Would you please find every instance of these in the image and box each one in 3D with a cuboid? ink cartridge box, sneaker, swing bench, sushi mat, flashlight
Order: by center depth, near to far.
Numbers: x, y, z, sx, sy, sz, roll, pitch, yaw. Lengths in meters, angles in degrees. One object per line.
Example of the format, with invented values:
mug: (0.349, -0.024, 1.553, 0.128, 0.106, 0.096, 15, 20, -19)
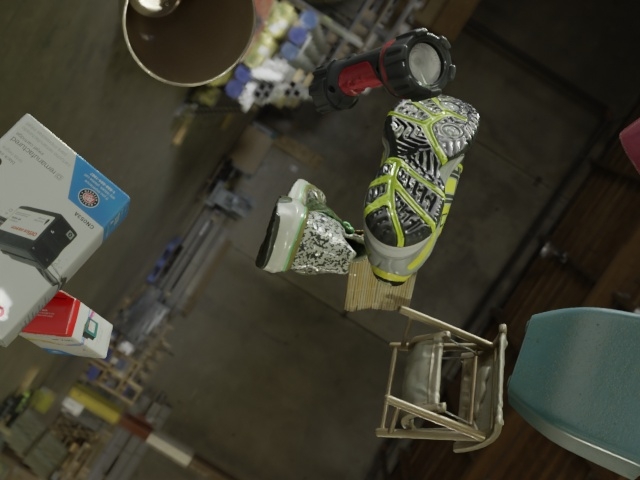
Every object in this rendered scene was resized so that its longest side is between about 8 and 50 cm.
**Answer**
sneaker: (0.144, -0.094, 1.367, 0.147, 0.145, 0.384, 99, 16, -47)
flashlight: (0.081, -0.250, 1.368, 0.103, 0.103, 0.304, -23, -170, -28)
ink cartridge box: (-0.497, -0.014, 1.430, 0.307, 0.223, 0.129, -51, -175, -20)
sneaker: (0.000, 0.000, 1.599, 0.410, 0.182, 0.158, -64, 176, -77)
ink cartridge box: (-0.531, 0.166, 1.765, 0.231, 0.134, 0.077, 62, 34, -64)
sushi mat: (0.134, 0.072, 1.894, 0.316, 0.152, 0.019, 94, -7, -56)
swing bench: (0.269, 0.307, 1.916, 0.165, 0.255, 0.253, 97, 6, -49)

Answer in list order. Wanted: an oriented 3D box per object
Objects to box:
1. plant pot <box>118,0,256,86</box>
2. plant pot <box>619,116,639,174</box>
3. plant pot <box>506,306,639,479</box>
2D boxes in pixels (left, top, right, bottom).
plant pot: (-0.293, -0.470, 1.738, 0.256, 0.257, 0.274, -57, -145, 12)
plant pot: (0.588, -0.141, 1.326, 0.180, 0.201, 0.201, -41, -169, 27)
plant pot: (0.467, 0.247, 1.533, 0.247, 0.252, 0.247, 55, 54, -66)
